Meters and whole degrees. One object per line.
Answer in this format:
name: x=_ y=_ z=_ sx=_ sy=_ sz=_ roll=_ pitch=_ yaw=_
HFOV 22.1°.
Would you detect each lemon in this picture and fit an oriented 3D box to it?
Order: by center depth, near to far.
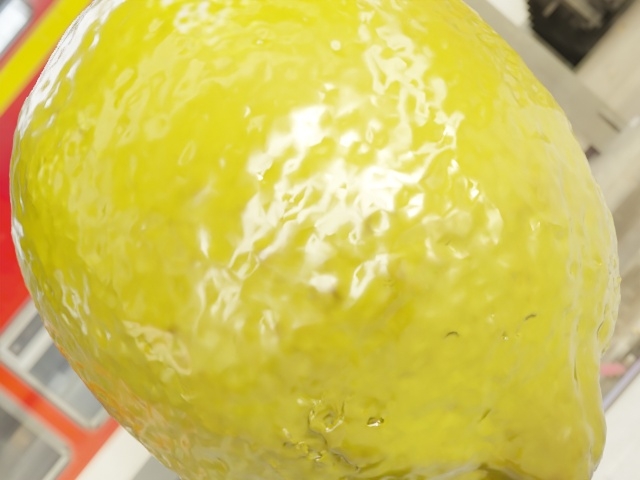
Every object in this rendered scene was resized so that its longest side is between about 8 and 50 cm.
lemon: x=0.000 y=0.000 z=0.729 sx=0.245 sy=0.320 sz=0.245 roll=-40 pitch=-21 yaw=-18
